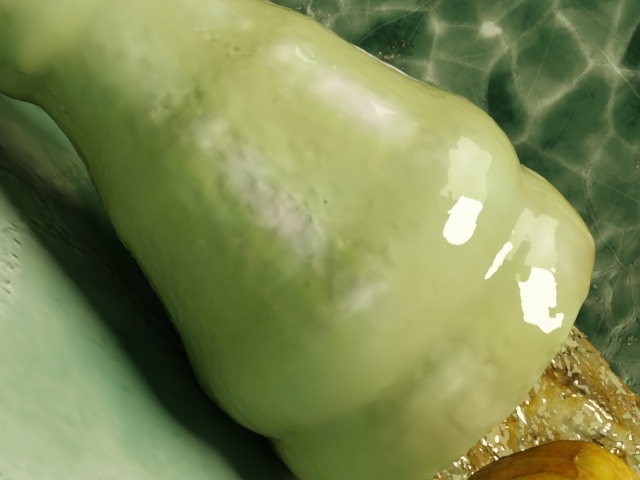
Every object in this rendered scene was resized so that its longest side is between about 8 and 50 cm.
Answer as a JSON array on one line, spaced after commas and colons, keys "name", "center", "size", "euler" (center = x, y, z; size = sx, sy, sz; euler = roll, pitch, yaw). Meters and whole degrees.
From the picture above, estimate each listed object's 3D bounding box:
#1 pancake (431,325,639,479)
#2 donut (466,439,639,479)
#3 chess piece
[{"name": "pancake", "center": [0.175, 0.161, 0.666], "size": [0.356, 0.065, 0.356], "euler": [21, 40, -19]}, {"name": "donut", "center": [0.146, 0.219, 0.410], "size": [0.226, 0.114, 0.226], "euler": [40, 27, -26]}, {"name": "chess piece", "center": [-0.082, -0.087, 0.397], "size": [0.442, 0.234, 0.234], "euler": [44, 9, -13]}]
